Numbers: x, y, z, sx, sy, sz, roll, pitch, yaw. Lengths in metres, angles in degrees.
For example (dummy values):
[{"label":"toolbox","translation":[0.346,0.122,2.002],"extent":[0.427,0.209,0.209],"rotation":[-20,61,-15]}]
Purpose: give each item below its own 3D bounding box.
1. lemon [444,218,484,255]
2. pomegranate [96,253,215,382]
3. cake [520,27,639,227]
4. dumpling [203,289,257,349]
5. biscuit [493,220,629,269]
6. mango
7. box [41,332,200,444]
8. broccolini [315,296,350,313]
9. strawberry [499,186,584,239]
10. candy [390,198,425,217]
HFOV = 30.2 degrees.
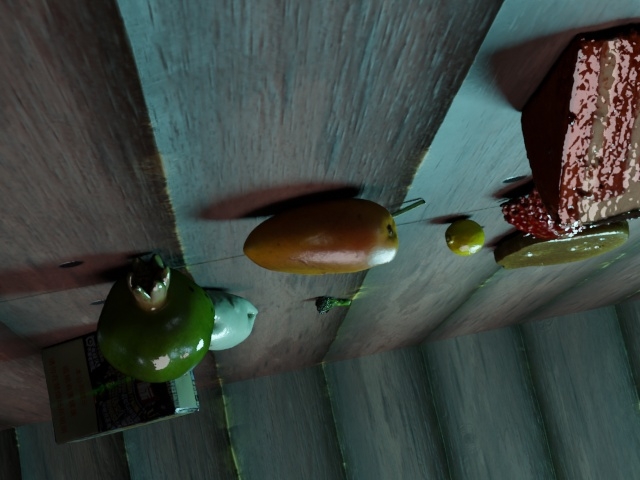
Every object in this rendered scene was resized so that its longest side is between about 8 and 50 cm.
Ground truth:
[{"label":"lemon","translation":[0.240,-0.005,1.984],"extent":[0.083,0.062,0.062],"rotation":[-3,166,-38]},{"label":"pomegranate","translation":[-0.253,0.111,1.812],"extent":[0.187,0.187,0.225],"rotation":[-11,144,-7]},{"label":"cake","translation":[0.320,-0.166,1.331],"extent":[0.158,0.160,0.262],"rotation":[-10,134,-7]},{"label":"dumpling","translation":[-0.206,0.131,2.140],"extent":[0.216,0.149,0.105],"rotation":[-6,130,-56]},{"label":"biscuit","translation":[0.465,0.003,2.290],"extent":[0.257,0.049,0.273],"rotation":[-8,166,-8]},{"label":"mango","translation":[-0.001,-0.007,1.653],"extent":[0.217,0.102,0.141],"rotation":[-9,-168,-3]},{"label":"box","translation":[-0.396,0.273,2.327],"extent":[0.310,0.198,0.084],"rotation":[-19,166,28]},{"label":"broccolini","translation":[0.030,0.139,2.536],"extent":[0.030,0.035,0.140],"rotation":[-13,170,26]},{"label":"strawberry","translation":[0.374,-0.053,1.834],"extent":[0.167,0.087,0.208],"rotation":[-9,167,-8]},{"label":"candy","translation":[0.071,-0.019,1.810],"extent":[0.202,0.061,0.061],"rotation":[-26,164,20]}]
